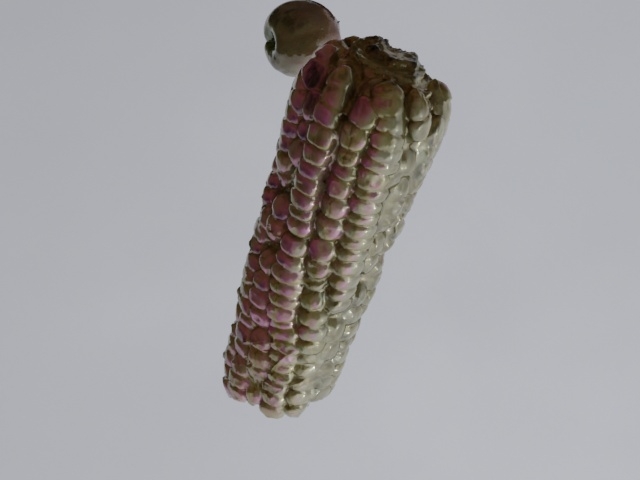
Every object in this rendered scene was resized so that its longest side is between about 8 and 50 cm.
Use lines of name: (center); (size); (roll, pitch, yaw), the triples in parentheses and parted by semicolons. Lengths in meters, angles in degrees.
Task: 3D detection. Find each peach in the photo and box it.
peach: (-0.018, -0.206, 1.495); (0.083, 0.083, 0.083); (-17, -141, 15)

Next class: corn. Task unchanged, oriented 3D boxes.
corn: (-0.001, -0.001, 1.151); (0.126, 0.335, 0.127); (16, -153, -9)
